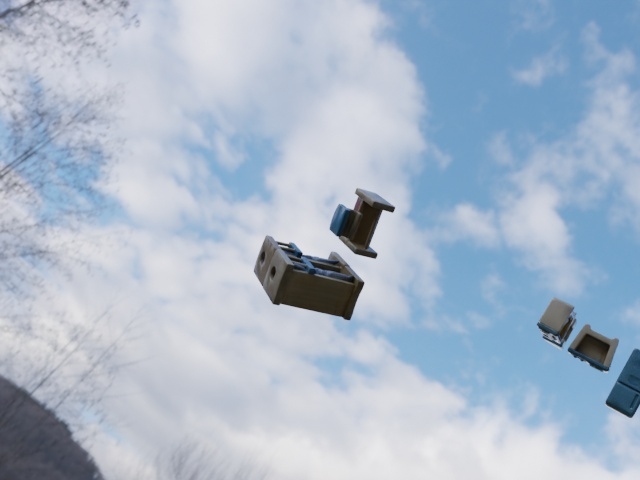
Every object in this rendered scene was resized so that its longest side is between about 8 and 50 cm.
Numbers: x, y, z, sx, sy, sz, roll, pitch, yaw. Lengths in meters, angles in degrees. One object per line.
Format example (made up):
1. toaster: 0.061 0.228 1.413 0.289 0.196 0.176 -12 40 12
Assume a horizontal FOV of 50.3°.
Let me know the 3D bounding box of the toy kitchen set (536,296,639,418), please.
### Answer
1. toy kitchen set: 0.502 0.217 1.255 0.207 0.122 0.166 28 -5 28

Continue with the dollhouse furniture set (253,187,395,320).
1. dollhouse furniture set: 0.000 0.000 1.023 0.129 0.184 0.129 15 14 -24
